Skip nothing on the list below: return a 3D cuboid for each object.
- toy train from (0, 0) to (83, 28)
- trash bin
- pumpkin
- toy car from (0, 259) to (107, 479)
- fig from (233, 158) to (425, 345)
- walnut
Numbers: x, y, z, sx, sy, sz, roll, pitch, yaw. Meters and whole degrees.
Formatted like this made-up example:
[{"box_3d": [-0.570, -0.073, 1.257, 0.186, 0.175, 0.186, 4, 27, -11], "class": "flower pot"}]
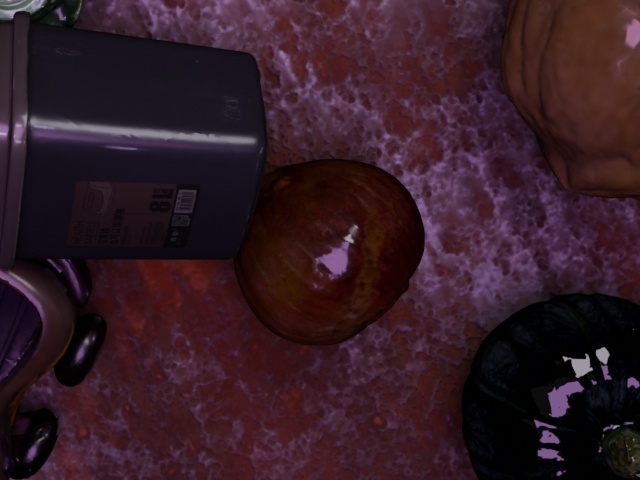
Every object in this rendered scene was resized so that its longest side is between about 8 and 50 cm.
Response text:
[{"box_3d": [-0.255, -0.304, 1.447, 0.272, 0.159, 0.188, -33, 89, 3], "class": "toy train"}, {"box_3d": [-0.203, -0.083, 1.384, 0.290, 0.182, 0.209, 3, 139, -14], "class": "trash bin"}, {"box_3d": [0.267, 0.182, 1.499, 0.248, 0.248, 0.248, 0, 99, -2], "class": "pumpkin"}, {"box_3d": [-0.367, 0.128, 1.466, 0.271, 0.240, 0.340, 25, 100, -8], "class": "toy car"}, {"box_3d": [0.000, 0.001, 1.495, 0.205, 0.205, 0.205, 0, 99, -2], "class": "fig"}, {"box_3d": [0.323, -0.189, 1.422, 0.306, 0.306, 0.344, 35, 89, -7], "class": "walnut"}]
